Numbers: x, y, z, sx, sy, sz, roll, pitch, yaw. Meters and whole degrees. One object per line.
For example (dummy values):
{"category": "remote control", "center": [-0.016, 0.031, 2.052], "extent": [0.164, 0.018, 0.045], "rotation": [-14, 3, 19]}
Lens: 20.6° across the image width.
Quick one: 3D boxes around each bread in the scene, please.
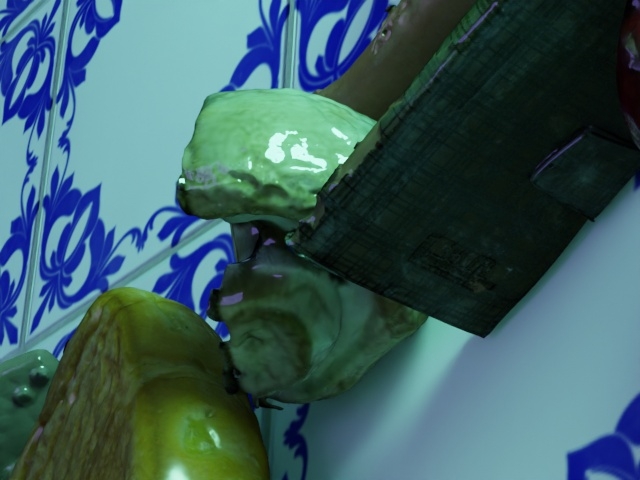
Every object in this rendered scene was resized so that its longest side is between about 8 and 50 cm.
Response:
{"category": "bread", "center": [-0.145, 0.240, 1.379], "extent": [0.337, 0.148, 0.328], "rotation": [-66, 24, 16]}

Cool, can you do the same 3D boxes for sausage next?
{"category": "sausage", "center": [0.080, -0.157, 1.344], "extent": [0.304, 0.078, 0.078], "rotation": [-47, 37, 33]}

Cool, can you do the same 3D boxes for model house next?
{"category": "model house", "center": [-0.277, 0.240, 1.643], "extent": [0.229, 0.122, 0.188], "rotation": [-55, 35, 18]}

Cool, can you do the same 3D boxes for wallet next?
{"category": "wallet", "center": [0.131, -0.073, 1.118], "extent": [0.317, 0.169, 0.044], "rotation": [-51, 29, 28]}

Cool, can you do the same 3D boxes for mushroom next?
{"category": "mushroom", "center": [0.001, -0.002, 1.294], "extent": [0.189, 0.164, 0.267], "rotation": [-85, -13, -54]}

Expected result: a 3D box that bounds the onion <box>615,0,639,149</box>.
{"category": "onion", "center": [0.266, -0.093, 0.978], "extent": [0.198, 0.135, 0.173], "rotation": [31, 86, 21]}
